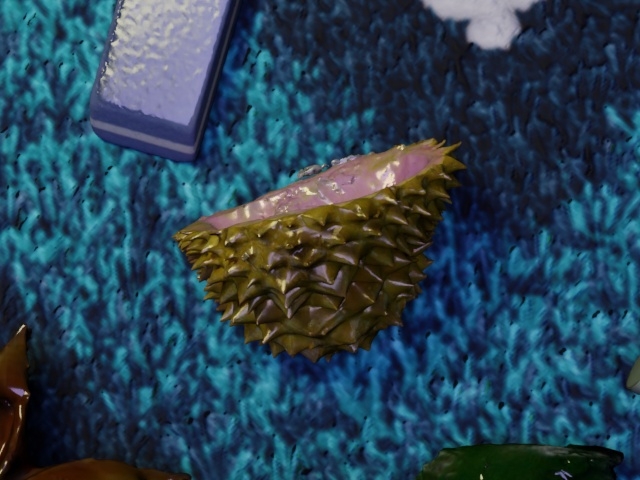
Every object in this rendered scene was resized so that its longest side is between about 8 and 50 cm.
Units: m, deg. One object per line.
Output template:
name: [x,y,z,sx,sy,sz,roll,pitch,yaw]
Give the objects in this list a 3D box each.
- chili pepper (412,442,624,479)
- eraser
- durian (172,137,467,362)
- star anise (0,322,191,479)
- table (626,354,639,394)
chili pepper: [0.118,0.263,1.082,0.148,0.116,0.264,5,87,11]
eraser: [-0.099,-0.172,1.174,0.082,0.036,0.225,16,90,9]
durian: [-0.002,0.000,1.121,0.182,0.165,0.132,2,55,-14]
star anise: [-0.269,0.186,1.134,0.346,0.148,0.237,-11,64,10]
table: [0.324,0.079,1.050,0.198,0.166,0.166,33,92,0]
